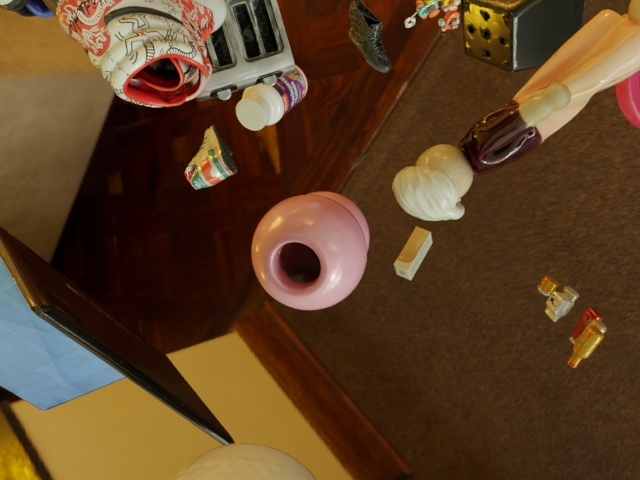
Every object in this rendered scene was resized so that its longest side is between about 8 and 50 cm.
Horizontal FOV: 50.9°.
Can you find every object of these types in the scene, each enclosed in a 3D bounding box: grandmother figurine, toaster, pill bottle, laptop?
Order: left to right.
[{"bbox_3d":[-0.395,0.186,0.961,0.236,0.382,0.408,-47,42,-9],"label":"laptop"},{"bbox_3d":[-0.140,-0.324,1.061,0.110,0.168,0.185,-134,27,-74],"label":"toaster"},{"bbox_3d":[-0.119,-0.341,1.603,0.108,0.193,0.108,17,133,19],"label":"pill bottle"},{"bbox_3d":[0.234,-0.140,0.787,0.342,0.208,0.104,-35,72,5],"label":"grandmother figurine"}]

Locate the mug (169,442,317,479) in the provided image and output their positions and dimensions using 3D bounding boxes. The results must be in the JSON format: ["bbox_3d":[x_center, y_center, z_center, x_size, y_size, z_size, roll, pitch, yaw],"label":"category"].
[{"bbox_3d":[-0.147,0.399,0.724,0.374,0.328,0.276,-1,122,6],"label":"mug"}]

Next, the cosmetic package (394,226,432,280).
[{"bbox_3d":[0.223,0.031,1.613,0.041,0.060,0.115,24,69,25],"label":"cosmetic package"}]

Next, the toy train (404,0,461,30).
[{"bbox_3d":[0.300,-0.564,1.690,0.046,0.166,0.125,63,149,25],"label":"toy train"}]

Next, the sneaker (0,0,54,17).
[{"bbox_3d":[-0.361,-0.357,0.769,0.127,0.182,0.315,-28,50,18],"label":"sneaker"}]

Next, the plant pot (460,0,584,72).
[{"bbox_3d":[0.373,-0.431,1.286,0.187,0.167,0.188,37,154,38],"label":"plant pot"}]

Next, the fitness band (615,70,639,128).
[{"bbox_3d":[0.549,-0.295,0.984,0.291,0.209,0.054,-60,34,10],"label":"fitness band"}]

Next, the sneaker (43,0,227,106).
[{"bbox_3d":[-0.158,-0.212,0.724,0.090,0.270,0.145,-40,83,25],"label":"sneaker"}]

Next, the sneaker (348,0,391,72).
[{"bbox_3d":[0.123,-0.490,1.617,0.170,0.051,0.089,49,148,2],"label":"sneaker"}]

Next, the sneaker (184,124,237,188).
[{"bbox_3d":[-0.177,-0.125,1.032,0.075,0.161,0.057,-32,119,2],"label":"sneaker"}]

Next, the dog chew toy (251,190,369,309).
[{"bbox_3d":[0.000,0.000,1.272,0.207,0.332,0.206,4,106,14],"label":"dog chew toy"}]

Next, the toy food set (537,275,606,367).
[{"bbox_3d":[0.598,0.197,1.624,0.104,0.111,0.232,-63,32,25],"label":"toy food set"}]
